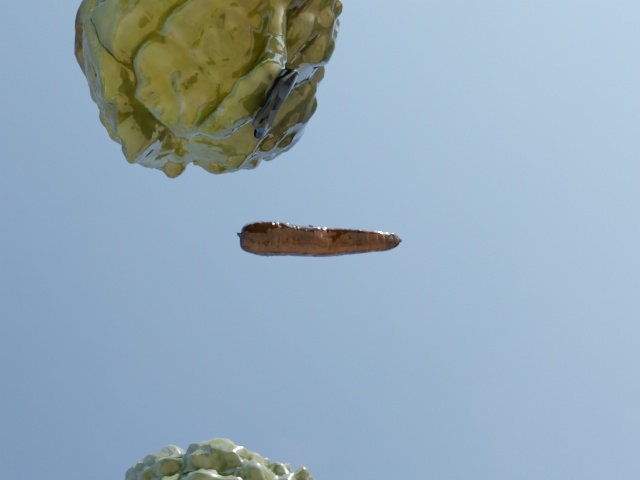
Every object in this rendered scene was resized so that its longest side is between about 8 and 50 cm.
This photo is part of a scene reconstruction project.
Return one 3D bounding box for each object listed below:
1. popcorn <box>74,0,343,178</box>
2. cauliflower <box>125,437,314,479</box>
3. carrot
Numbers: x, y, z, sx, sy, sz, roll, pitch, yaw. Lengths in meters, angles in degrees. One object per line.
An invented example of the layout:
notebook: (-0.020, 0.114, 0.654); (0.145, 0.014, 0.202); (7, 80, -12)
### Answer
popcorn: (-0.112, -0.181, 1.076); (0.237, 0.293, 0.293); (28, -101, 5)
cauliflower: (-0.009, 0.258, 0.625); (0.281, 0.260, 0.327); (0, -119, -49)
carrot: (0.000, 0.001, 1.109); (0.165, 0.036, 0.035); (3, -84, -10)
